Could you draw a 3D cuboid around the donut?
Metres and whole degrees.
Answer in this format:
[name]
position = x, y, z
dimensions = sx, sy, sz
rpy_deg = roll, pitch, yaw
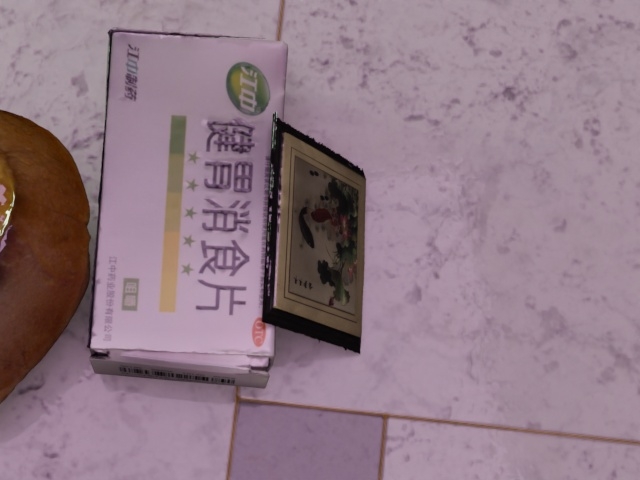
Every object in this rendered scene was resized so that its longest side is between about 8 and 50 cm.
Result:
[donut]
position = -0.358, 0.020, 1.222
dimensions = 0.299, 0.150, 0.317
rpy_deg = -3, 77, 17

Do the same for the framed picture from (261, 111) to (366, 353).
[framed picture]
position = 0.000, 0.000, 1.280
dimensions = 0.010, 0.195, 0.199
rpy_deg = -6, 74, 29

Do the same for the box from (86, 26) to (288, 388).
[box]
position = -0.126, -0.026, 1.287
dimensions = 0.173, 0.145, 0.332
rpy_deg = 3, 76, -4
